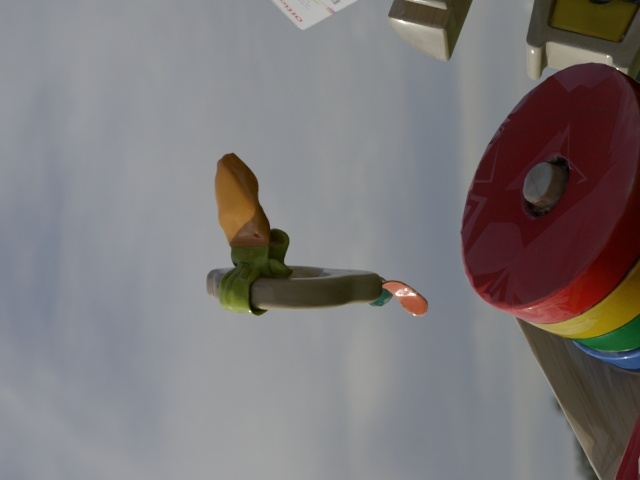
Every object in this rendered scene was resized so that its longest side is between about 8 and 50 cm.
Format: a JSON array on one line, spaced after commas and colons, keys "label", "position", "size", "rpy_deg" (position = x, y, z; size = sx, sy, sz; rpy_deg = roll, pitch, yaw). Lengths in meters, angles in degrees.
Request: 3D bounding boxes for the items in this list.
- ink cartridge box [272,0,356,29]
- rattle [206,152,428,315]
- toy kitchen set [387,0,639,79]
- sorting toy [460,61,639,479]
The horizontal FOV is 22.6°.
[{"label": "ink cartridge box", "position": [-0.006, -0.253, 1.467], "size": [0.088, 0.122, 0.052], "rpy_deg": [44, -116, -15]}, {"label": "rattle", "position": [0.000, 0.000, 1.428], "size": [0.130, 0.199, 0.143], "rpy_deg": [149, 117, -69]}, {"label": "toy kitchen set", "position": [0.132, -0.203, 0.973], "size": [0.207, 0.166, 0.122], "rpy_deg": [74, -146, -62]}, {"label": "sorting toy", "position": [0.152, -0.011, 0.471], "size": [0.255, 0.089, 0.257], "rpy_deg": [-54, 31, 22]}]
